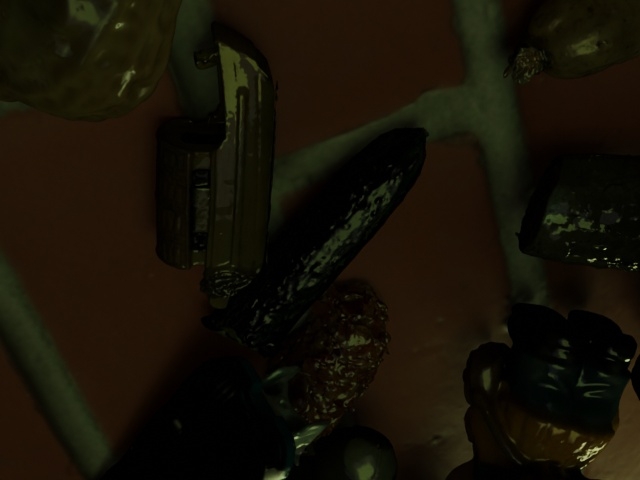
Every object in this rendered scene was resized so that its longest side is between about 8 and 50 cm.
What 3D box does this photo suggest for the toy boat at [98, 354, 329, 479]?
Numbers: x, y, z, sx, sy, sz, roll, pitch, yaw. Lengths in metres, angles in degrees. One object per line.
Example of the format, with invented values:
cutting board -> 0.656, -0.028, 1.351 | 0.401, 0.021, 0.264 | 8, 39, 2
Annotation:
toy boat -> -0.111, 0.228, 0.958 | 0.092, 0.134, 0.299 | 3, 137, -46

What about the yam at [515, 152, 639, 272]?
yam -> 0.259, -0.021, 0.916 | 0.183, 0.107, 0.107 | 7, 121, -12

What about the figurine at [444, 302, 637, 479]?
figurine -> 0.192, 0.234, 1.010 | 0.185, 0.204, 0.332 | 11, 119, -20

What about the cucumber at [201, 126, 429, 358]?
cucumber -> 0.000, 0.002, 0.881 | 0.067, 0.067, 0.245 | 31, 110, -31

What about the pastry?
pastry -> 0.007, 0.117, 0.963 | 0.087, 0.063, 0.169 | 17, 117, -23

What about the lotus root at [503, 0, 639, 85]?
lotus root -> 0.207, -0.161, 0.838 | 0.152, 0.063, 0.072 | -25, 136, -4

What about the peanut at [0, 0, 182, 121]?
peanut -> -0.122, -0.201, 0.660 | 0.159, 0.143, 0.291 | 11, 122, -11

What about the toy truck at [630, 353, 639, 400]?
toy truck -> 0.386, 0.147, 0.891 | 0.181, 0.254, 0.405 | -32, 171, 15

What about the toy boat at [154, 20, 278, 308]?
toy boat -> -0.081, -0.052, 0.821 | 0.088, 0.068, 0.226 | -1, 124, -9

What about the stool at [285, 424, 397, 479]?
stool -> -0.006, 0.279, 1.017 | 0.153, 0.139, 0.228 | -4, 129, -12
